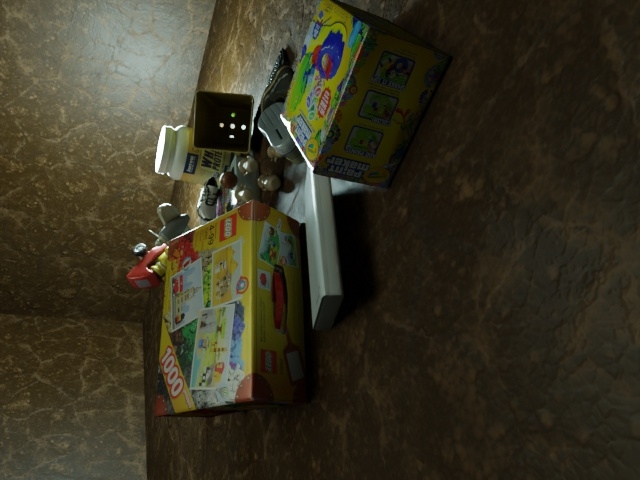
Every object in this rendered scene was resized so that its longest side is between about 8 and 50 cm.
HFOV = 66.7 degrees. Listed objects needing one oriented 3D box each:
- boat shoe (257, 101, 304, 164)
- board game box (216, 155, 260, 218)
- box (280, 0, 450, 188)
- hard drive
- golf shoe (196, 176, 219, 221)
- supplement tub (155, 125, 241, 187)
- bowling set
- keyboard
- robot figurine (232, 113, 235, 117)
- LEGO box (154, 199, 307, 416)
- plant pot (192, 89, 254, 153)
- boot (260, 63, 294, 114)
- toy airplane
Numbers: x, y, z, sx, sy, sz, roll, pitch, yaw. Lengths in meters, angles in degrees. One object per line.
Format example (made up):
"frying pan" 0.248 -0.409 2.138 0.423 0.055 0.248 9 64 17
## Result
"boat shoe" -0.116 -0.322 1.472 0.109 0.094 0.302 -31 38 10
"board game box" -0.324 -0.136 1.847 0.303 0.097 0.224 -48 40 50
"box" 0.069 -0.306 0.998 0.279 0.177 0.290 -68 29 28
"hard drive" 0.000 0.000 1.108 0.233 0.047 0.353 102 164 -62
"golf shoe" -0.432 -0.163 1.883 0.094 0.077 0.198 -54 37 44
"supplement tub" -0.517 -0.353 2.058 0.228 0.316 0.228 -30 56 59
"bowling set" -0.230 -0.201 1.569 0.154 0.200 0.287 21 97 65
"keyboard" -0.182 -0.510 1.749 0.317 0.033 0.201 -60 33 39
"robot figurine" -0.357 -0.561 2.083 0.101 0.067 0.115 152 123 -62
"LEGO box" -0.242 0.200 1.313 0.372 0.193 0.500 -22 60 33
"plant pot" -0.356 -0.446 1.867 0.187 0.212 0.212 -89 4 -82
"boot" -0.132 -0.459 1.585 0.137 0.077 0.198 60 136 45
"toy airplane" -0.531 0.060 1.955 0.272 0.386 0.384 45 113 44
